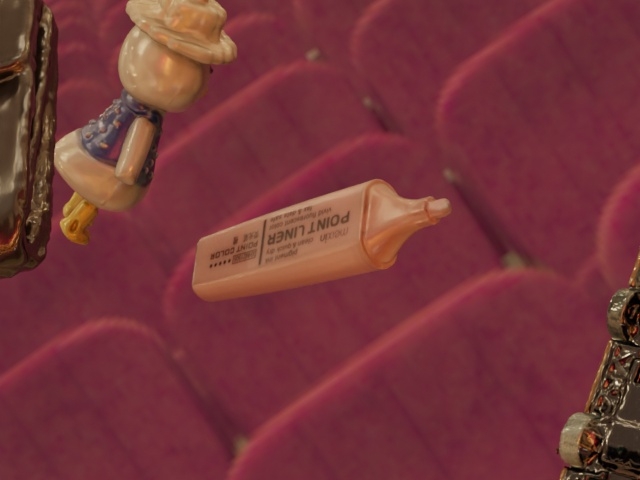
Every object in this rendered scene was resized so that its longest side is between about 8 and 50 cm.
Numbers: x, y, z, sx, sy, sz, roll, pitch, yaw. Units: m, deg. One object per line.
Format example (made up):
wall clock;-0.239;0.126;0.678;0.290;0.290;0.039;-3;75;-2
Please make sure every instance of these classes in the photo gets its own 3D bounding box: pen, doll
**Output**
pen;0.000;0.000;1.088;0.197;0.032;0.053;-16;58;41
doll;-0.175;-0.129;1.823;0.293;0.119;0.138;-60;21;20

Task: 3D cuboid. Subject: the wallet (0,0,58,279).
wallet;-0.374;-0.042;1.247;0.406;0.062;0.228;-11;54;10

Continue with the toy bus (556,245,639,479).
toy bus;0.337;0.143;1.736;0.138;0.167;0.275;11;75;37
